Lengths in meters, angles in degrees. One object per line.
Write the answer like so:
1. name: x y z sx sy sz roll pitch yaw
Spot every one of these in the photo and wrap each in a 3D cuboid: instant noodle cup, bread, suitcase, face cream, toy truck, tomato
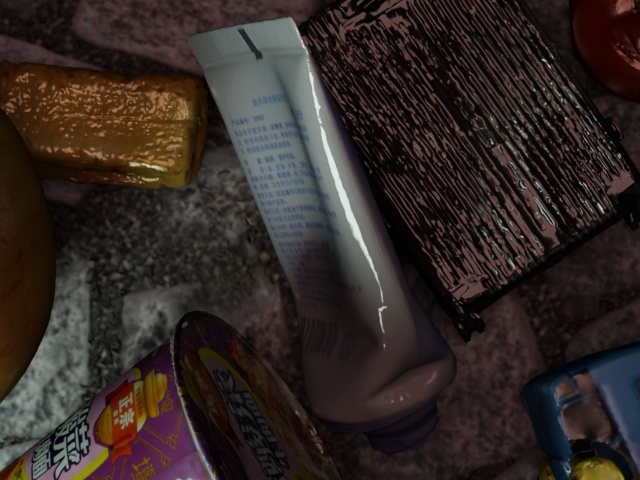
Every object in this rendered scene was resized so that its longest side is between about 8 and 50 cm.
1. instant noodle cup: -0.139 0.269 1.665 0.266 0.340 0.339 -31 87 13
2. bread: -0.215 -0.110 1.778 0.211 0.083 0.113 7 84 3
3. suitcase: 0.133 -0.103 1.730 0.230 0.152 0.335 -33 85 0
4. face cream: 0.000 0.000 1.689 0.137 0.235 0.420 -28 103 -21
5. toy truck: 0.322 0.282 1.704 0.162 0.161 0.384 -23 86 -7
6. tomato: 0.344 -0.228 1.746 0.228 0.101 0.227 0 89 6

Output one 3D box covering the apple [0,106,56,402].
1. apple: -0.427 0.005 1.654 0.400 0.333 0.400 3 122 5
